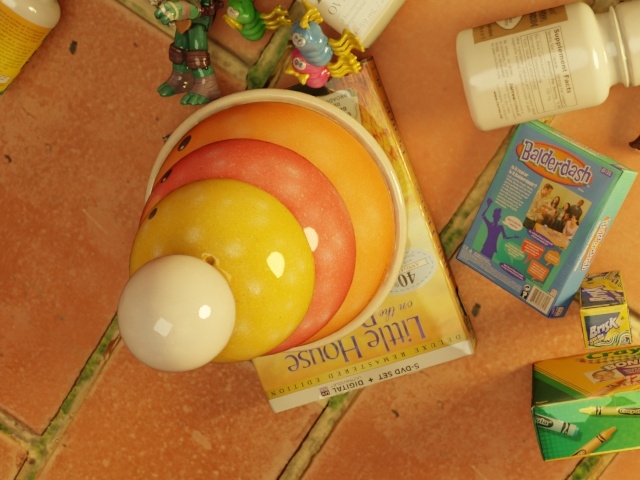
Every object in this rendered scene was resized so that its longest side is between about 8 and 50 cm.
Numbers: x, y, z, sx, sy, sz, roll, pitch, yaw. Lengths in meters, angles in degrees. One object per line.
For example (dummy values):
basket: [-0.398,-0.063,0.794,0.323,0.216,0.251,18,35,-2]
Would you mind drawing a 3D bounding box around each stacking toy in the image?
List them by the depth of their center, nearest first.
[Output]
stacking toy: [-0.101,0.020,1.285,0.351,0.480,0.350,3,103,11]

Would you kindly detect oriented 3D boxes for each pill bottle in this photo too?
pill bottle: [0.291,-0.221,1.394,0.229,0.131,0.131,-12,101,14]
pill bottle: [-0.426,-0.298,1.527,0.117,0.117,0.208,42,108,-1]

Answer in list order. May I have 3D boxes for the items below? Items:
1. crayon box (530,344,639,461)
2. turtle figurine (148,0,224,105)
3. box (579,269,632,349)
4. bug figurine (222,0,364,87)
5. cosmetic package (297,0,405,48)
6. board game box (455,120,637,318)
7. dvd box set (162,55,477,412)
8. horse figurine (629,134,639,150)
crayon box: [0.415,0.197,1.453,0.278,0.165,0.081,-11,101,13]
turtle figurine: [-0.184,-0.300,1.467,0.118,0.175,0.234,-12,112,-12]
box: [0.359,0.086,1.434,0.059,0.169,0.054,-8,101,14]
bug figurine: [-0.065,-0.267,1.380,0.279,0.216,0.072,37,89,22]
cosmetic package: [0.032,-0.392,1.392,0.225,0.138,0.224,38,101,2]
board game box: [0.285,-0.030,1.449,0.160,0.047,0.210,36,111,33]
dvd box set: [0.000,0.000,1.542,0.308,0.062,0.420,-18,99,15]
horse figurine: [0.521,-0.147,1.399,0.263,0.066,0.174,4,105,10]
